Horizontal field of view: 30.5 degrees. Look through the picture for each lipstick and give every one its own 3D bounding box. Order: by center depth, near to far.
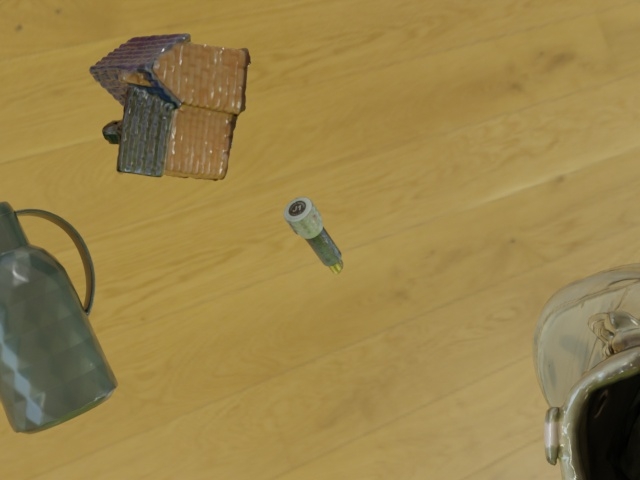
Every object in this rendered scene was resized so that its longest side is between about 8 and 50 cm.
[{"bbox_3d":[0.000,0.000,1.304,0.116,0.037,0.037,54,55,-43],"label":"lipstick"}]

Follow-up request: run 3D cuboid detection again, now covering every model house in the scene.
[{"bbox_3d":[-0.211,-0.172,1.514,0.172,0.167,0.182,2,93,-46],"label":"model house"}]

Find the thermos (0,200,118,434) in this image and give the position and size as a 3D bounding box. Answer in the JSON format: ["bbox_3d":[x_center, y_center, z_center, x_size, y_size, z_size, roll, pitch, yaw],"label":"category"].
[{"bbox_3d":[-0.362,0.086,1.492,0.182,0.145,0.286,-23,93,-32],"label":"thermos"}]

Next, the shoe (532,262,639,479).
[{"bbox_3d":[0.144,0.078,0.484,0.159,0.316,0.124,7,96,-25],"label":"shoe"}]
